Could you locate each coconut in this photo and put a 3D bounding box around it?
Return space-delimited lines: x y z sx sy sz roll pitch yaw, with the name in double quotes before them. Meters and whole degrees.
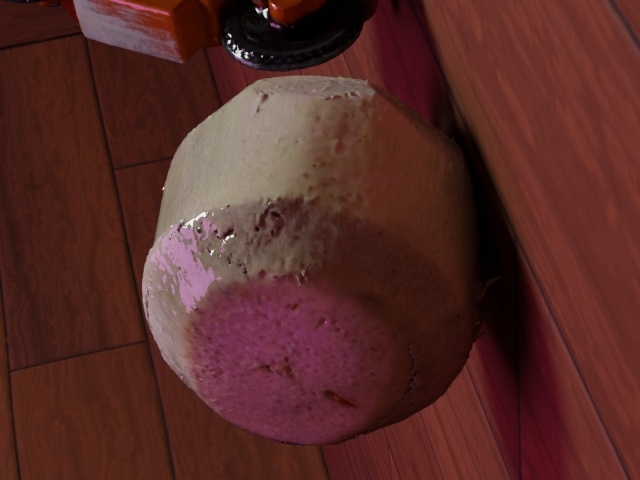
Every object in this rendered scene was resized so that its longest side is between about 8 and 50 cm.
"coconut" 0.000 0.000 1.065 0.234 0.224 0.224 -66 -23 -45

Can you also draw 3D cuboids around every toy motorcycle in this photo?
"toy motorcycle" -0.080 -0.211 1.191 0.325 0.221 0.148 18 139 29
